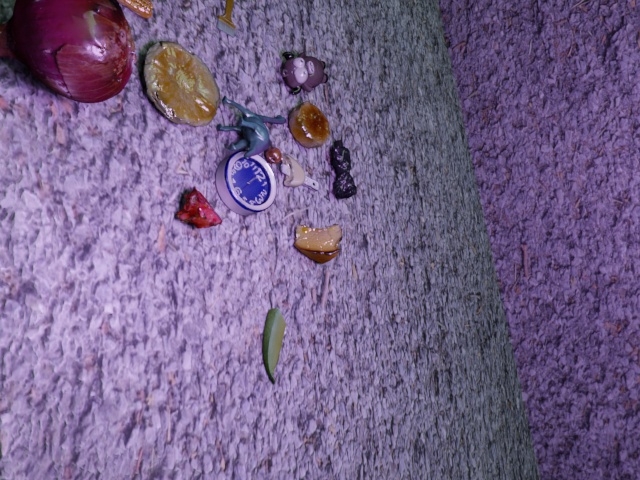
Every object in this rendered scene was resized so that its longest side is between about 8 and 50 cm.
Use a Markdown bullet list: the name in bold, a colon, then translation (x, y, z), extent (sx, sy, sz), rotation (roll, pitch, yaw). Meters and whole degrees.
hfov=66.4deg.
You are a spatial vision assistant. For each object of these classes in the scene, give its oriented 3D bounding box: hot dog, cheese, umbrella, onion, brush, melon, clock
- **hot dog**: translation (-0.625, -0.793, 1.593), extent (0.165, 0.045, 0.071), rotation (23, 64, -42)
- **cheese**: translation (-0.084, -0.261, 2.010), extent (0.235, 0.050, 0.127), rotation (22, 62, -50)
- **umbrella**: translation (0.097, -0.318, 2.188), extent (0.122, 0.110, 0.272), rotation (7, 69, -46)
- **onion**: translation (-0.695, -0.534, 1.283), extent (0.386, 0.348, 0.347), rotation (-8, 83, -13)
- **brush**: translation (-0.365, -0.906, 1.934), extent (0.083, 0.010, 0.218), rotation (20, 63, -42)
- **melon**: translation (-0.166, 0.376, 1.747), extent (0.114, 0.053, 0.261), rotation (33, 58, -59)
- **clock**: translation (-0.268, -0.207, 1.776), extent (0.230, 0.083, 0.230), rotation (20, 62, -42)

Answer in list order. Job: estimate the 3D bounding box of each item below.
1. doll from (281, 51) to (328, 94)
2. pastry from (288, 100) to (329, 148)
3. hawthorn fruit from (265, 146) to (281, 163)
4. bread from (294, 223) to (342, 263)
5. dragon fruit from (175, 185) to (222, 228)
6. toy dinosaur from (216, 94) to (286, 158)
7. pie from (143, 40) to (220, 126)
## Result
- **doll**: translation (-0.070, -0.725, 2.118), extent (0.257, 0.117, 0.181), rotation (-20, 99, -51)
- **pastry**: translation (-0.051, -0.486, 2.082), extent (0.192, 0.093, 0.182), rotation (46, 50, -22)
- **hawthorn fruit**: translation (-0.181, -0.348, 1.926), extent (0.067, 0.067, 0.103), rotation (39, 42, -33)
- **bread**: translation (0.000, 0.000, 1.937), extent (0.169, 0.160, 0.140), rotation (30, 58, -38)
- **dragon fruit**: translation (-0.401, -0.084, 1.590), extent (0.111, 0.153, 0.153), rotation (-36, 111, -2)
- **toy dinosaur**: translation (-0.199, -0.390, 1.819), extent (0.331, 0.129, 0.383), rotation (7, 43, -41)
- **pie**: translation (-0.468, -0.522, 1.661), extent (0.306, 0.071, 0.306), rotation (12, 72, -42)
